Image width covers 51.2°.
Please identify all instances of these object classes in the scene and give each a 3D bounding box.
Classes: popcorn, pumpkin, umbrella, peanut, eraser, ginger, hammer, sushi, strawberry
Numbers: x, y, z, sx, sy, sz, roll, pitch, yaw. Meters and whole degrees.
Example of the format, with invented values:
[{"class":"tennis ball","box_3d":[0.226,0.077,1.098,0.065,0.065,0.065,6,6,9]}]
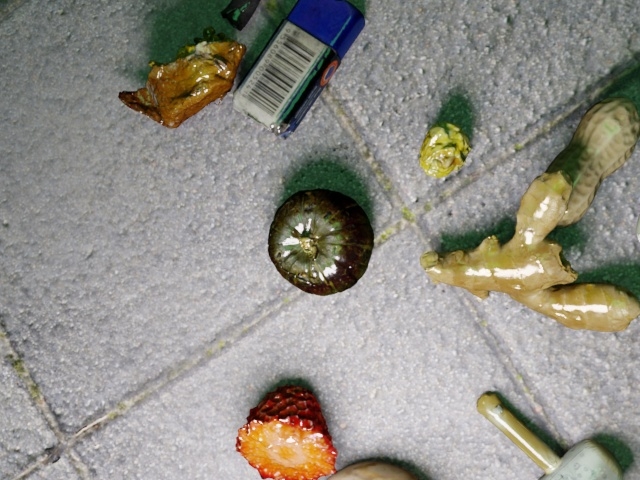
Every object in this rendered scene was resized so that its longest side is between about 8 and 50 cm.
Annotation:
[{"class":"popcorn","box_3d":[0.267,-0.191,1.424,0.106,0.116,0.121,21,92,-8]},{"class":"pumpkin","box_3d":[0.000,0.001,1.440,0.237,0.159,0.238,1,93,11]},{"class":"umbrella","box_3d":[-0.136,-0.593,1.539,0.066,0.059,0.236,39,93,-12]},{"class":"peanut","box_3d":[0.545,-0.153,1.370,0.136,0.120,0.298,29,100,-32]},{"class":"eraser","box_3d":[-0.053,-0.398,1.495,0.155,0.101,0.332,36,93,11]},{"class":"ginger","box_3d":[0.426,0.073,1.381,0.348,0.122,0.363,-27,111,33]},{"class":"hammer","box_3d":[0.449,0.432,1.384,0.202,0.113,0.305,-45,73,2]},{"class":"sushi","box_3d":[-0.300,-0.371,1.504,0.296,0.166,0.179,-27,88,36]},{"class":"strawberry","box_3d":[-0.060,0.404,1.437,0.233,0.178,0.234,6,128,8]}]

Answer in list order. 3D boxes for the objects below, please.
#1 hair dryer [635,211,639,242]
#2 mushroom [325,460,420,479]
[{"class":"hair dryer","box_3d":[0.741,0.011,1.376,0.199,0.067,0.167,11,99,-4]},{"class":"mushroom","box_3d":[0.118,0.623,1.378,0.292,0.293,0.290,-13,122,9]}]
